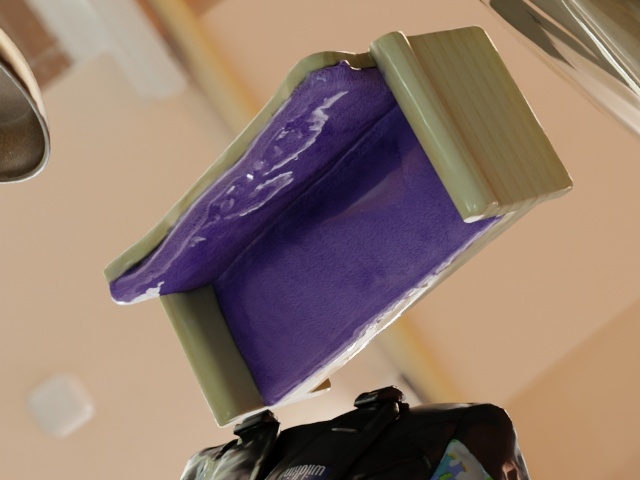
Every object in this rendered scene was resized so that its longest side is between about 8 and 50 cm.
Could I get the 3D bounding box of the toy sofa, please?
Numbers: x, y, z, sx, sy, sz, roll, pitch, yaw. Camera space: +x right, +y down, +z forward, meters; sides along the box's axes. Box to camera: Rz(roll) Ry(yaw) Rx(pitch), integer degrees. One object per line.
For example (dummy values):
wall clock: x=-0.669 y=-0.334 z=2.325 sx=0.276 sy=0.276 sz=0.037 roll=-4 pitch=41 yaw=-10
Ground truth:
toy sofa: x=0.000 y=0.000 z=1.360 sx=0.362 sy=0.177 sz=0.150 roll=-42 pitch=69 yaw=44

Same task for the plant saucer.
plant saucer: x=-0.244 y=-0.109 z=1.082 sx=0.198 sy=0.036 sz=0.199 roll=21 pitch=151 yaw=12

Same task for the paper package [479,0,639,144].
paper package: x=0.179 y=-0.197 z=1.107 sx=0.325 sy=0.168 sz=0.309 roll=38 pitch=-174 yaw=-45

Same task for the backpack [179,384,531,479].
backpack: x=-0.023 y=0.291 z=1.197 sx=0.355 sy=0.290 sz=0.273 roll=-40 pitch=-67 yaw=-59
